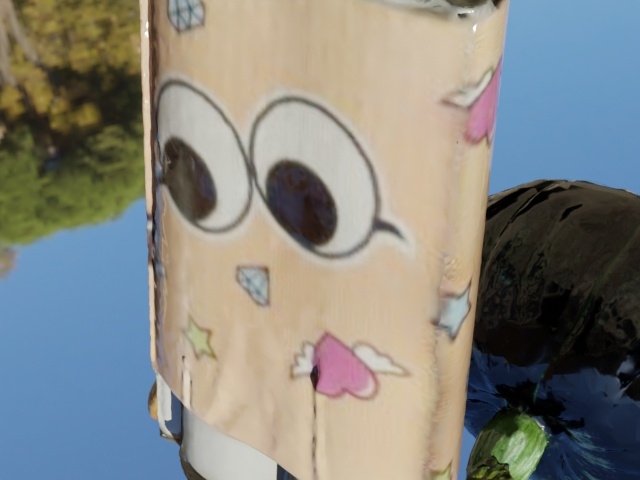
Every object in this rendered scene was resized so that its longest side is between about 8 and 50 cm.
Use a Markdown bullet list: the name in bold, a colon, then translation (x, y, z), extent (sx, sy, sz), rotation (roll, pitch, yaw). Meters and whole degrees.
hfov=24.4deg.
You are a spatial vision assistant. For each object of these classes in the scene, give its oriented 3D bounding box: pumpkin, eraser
- **pumpkin**: translation (0.160, 0.092, 1.002), extent (0.248, 0.248, 0.248), rotation (-11, -160, 4)
- **eraser**: translation (0.000, 0.000, 0.647), extent (0.171, 0.291, 0.087), rotation (27, -139, 32)

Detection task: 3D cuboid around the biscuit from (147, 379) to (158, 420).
- **biscuit**: translation (-0.100, 0.073, 1.449), extent (0.041, 0.203, 0.260), rotation (28, -153, 3)
